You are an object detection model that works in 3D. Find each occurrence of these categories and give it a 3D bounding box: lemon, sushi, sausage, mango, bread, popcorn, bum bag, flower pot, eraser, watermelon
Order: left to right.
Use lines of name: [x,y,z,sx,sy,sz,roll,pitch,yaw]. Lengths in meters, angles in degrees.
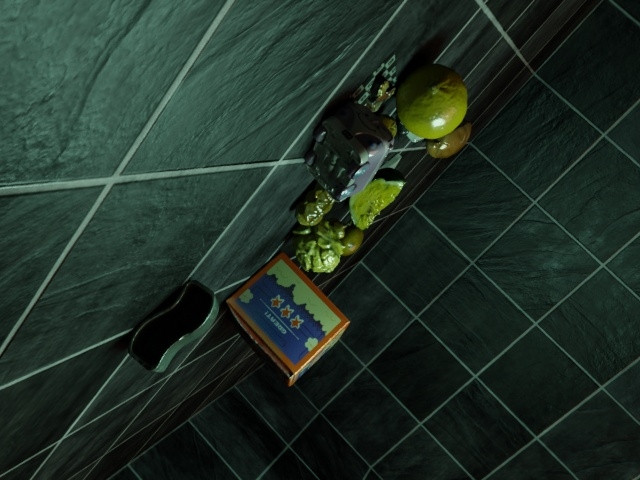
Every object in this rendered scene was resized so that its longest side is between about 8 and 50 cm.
flower pot: [-0.338,0.201,1.442,0.229,0.103,0.108,-44,171,-13]
popcorn: [0.006,0.008,1.867,0.173,0.168,0.195,-46,170,22]
bread: [0.064,-0.180,1.599,0.368,0.084,0.077,-49,-150,14]
mango: [0.120,-0.005,2.515,0.136,0.099,0.227,-52,177,13]
watermelon: [0.179,-0.152,2.037,0.123,0.129,0.301,-35,172,-36]
sushi: [0.132,-0.331,1.385,0.139,0.031,0.201,-45,170,3]
eraser: [0.228,-0.240,2.190,0.104,0.023,0.150,-40,170,-26]
bum bag: [0.241,-0.345,1.749,0.198,0.049,0.087,79,33,-78]
lemon: [0.272,-0.341,1.506,0.178,0.178,0.203,-45,172,2]
sausage: [0.495,-0.395,2.372,0.241,0.120,0.136,-35,152,-44]

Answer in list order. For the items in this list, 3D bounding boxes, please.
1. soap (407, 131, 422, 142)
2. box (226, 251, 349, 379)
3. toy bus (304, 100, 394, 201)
soap: [0.348,-0.380,1.956,0.121,0.064,0.183,-44,173,32]
box: [-0.117,0.270,2.011,0.257,0.318,0.349,-40,170,-16]
toy bus: [0.064,-0.198,1.353,0.142,0.142,0.202,-34,167,-26]
